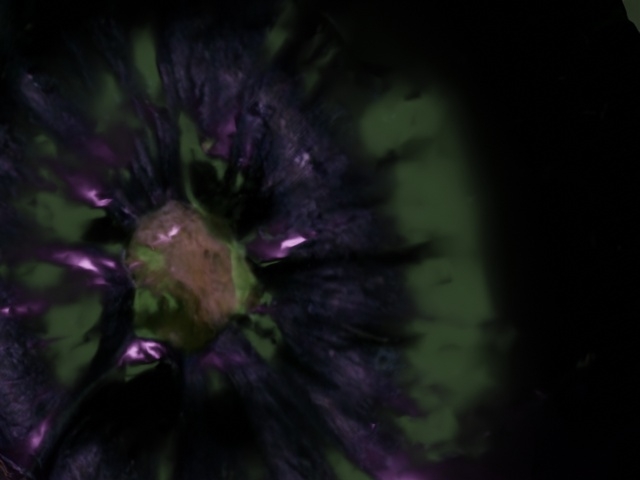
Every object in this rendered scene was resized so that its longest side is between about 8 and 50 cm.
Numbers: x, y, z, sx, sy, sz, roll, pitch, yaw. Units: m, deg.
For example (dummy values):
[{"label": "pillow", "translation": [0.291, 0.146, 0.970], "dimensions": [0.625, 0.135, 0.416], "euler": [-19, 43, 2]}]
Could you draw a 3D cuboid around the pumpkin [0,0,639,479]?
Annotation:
[{"label": "pumpkin", "translation": [0.000, 0.000, 0.538], "dimensions": [0.315, 0.238, 0.315], "euler": [2, 99, 15]}]
